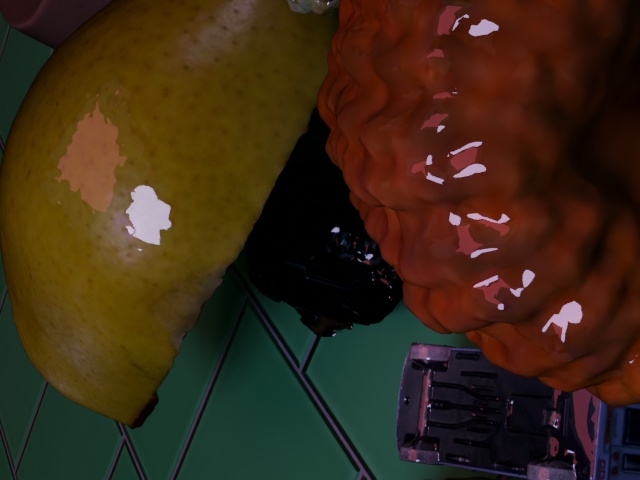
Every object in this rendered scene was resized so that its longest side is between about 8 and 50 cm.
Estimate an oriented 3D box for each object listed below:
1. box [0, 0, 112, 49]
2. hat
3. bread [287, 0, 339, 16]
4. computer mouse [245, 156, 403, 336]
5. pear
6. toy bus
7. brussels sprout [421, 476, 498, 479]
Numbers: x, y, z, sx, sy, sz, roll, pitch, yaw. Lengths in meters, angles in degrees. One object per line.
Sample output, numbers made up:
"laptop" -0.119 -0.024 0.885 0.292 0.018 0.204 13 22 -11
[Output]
"box" -0.164 -0.281 1.131 0.301 0.216 0.300 -21 65 55
"hat" 0.145 -0.077 0.603 0.400 0.285 0.285 -76 -1 -85
"bread" 0.061 -0.254 0.730 0.130 0.268 0.152 42 162 17
"computer mouse" 0.000 0.000 0.906 0.242 0.078 0.146 7 89 59
"pear" -0.141 -0.063 0.941 0.386 0.191 0.340 -59 10 14
"toy bus" 0.113 0.100 0.687 0.167 0.076 0.073 -3 78 57
"brussels sprout" 0.075 0.200 0.667 0.183 0.131 0.145 54 171 46
